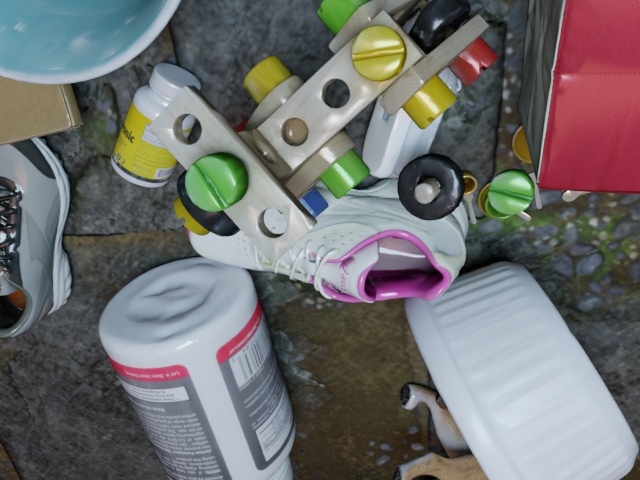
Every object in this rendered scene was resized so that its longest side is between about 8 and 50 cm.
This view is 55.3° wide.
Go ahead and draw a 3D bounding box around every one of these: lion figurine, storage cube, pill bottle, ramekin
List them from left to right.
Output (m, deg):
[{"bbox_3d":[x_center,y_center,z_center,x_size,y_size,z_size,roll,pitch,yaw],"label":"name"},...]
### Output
[{"bbox_3d":[-0.165,-0.117,0.620,0.065,0.065,0.116,27,120,-11],"label":"pill bottle"},{"bbox_3d":[-0.129,0.194,0.743,0.176,0.176,0.319,-7,120,10],"label":"pill bottle"},{"bbox_3d":[0.176,0.370,0.843,0.240,0.142,0.392,17,118,-13],"label":"lion figurine"},{"bbox_3d":[0.207,0.144,0.632,0.127,0.273,0.273,-32,114,11],"label":"ramekin"},{"bbox_3d":[0.265,-0.155,0.466,0.193,0.215,0.184,3,123,12],"label":"storage cube"}]

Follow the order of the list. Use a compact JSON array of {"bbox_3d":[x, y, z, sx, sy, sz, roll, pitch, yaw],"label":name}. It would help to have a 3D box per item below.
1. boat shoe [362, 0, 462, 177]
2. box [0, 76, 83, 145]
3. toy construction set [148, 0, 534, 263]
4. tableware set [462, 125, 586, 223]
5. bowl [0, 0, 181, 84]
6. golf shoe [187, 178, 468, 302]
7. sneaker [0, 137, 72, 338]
[{"bbox_3d":[0.100,-0.141,0.581,0.063,0.066,0.184,4,115,-28],"label":"boat shoe"},{"bbox_3d":[-0.332,-0.190,0.583,0.164,0.021,0.201,-10,102,12],"label":"box"},{"bbox_3d":[-0.011,-0.130,0.446,0.257,0.237,0.309,-12,99,24],"label":"toy construction set"},{"bbox_3d":[0.217,-0.071,0.630,0.154,0.024,0.104,-15,119,15],"label":"tableware set"},{"bbox_3d":[-0.194,-0.291,0.443,0.311,0.163,0.312,9,124,13],"label":"bowl"},{"bbox_3d":[0.000,0.000,0.632,0.306,0.140,0.115,-1,122,9],"label":"golf shoe"},{"bbox_3d":[-0.344,-0.007,0.684,0.100,0.108,0.272,8,120,4],"label":"sneaker"}]
